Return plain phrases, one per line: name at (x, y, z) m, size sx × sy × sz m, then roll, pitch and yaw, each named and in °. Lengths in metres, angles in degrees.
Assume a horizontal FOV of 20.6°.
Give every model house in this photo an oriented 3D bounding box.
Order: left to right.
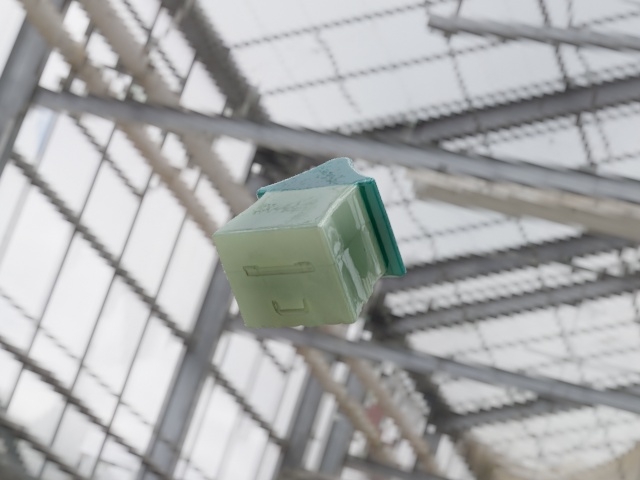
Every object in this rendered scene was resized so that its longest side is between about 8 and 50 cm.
model house at (0.000, 0.000, 1.550) m, size 0.127 × 0.149 × 0.100 m, roll -4°, pitch -62°, yaw 35°
